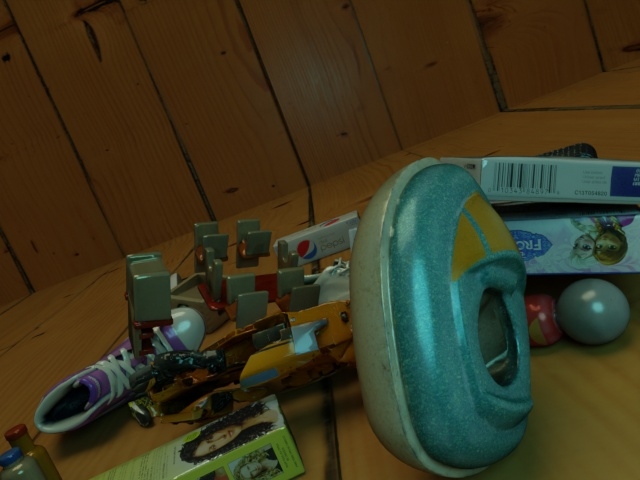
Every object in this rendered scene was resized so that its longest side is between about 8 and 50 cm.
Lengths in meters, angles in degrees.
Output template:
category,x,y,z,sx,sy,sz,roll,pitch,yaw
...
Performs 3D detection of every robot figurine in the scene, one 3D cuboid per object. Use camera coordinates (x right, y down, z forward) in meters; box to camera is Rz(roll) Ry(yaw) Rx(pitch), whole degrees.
category,x,y,z,sx,sy,sz,roll,pitch,yaw
robot figurine,-0.076,0.152,0.691,0.290,0.085,0.211,-21,-21,8

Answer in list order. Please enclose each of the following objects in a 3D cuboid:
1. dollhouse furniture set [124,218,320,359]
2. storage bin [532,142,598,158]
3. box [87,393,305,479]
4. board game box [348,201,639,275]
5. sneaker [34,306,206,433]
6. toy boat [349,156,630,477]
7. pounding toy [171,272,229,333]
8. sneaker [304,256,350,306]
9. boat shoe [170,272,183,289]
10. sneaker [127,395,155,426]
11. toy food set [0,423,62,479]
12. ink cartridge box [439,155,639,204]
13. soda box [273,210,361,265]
category,x,y,z,sx,sy,sz,roll,pitch,yaw
dollhouse furniture set,-0.156,0.082,0.871,0.258,0.135,0.262,-6,25,-24
storage bin,0.361,-0.071,0.930,0.180,0.122,0.084,-15,13,27
box,-0.137,0.241,0.578,0.232,0.058,0.087,-24,12,-9
board game box,0.242,-0.016,0.769,0.318,0.066,0.318,-2,9,25
sneaker,-0.292,0.200,0.870,0.282,0.102,0.161,-37,0,-16
toy boat,0.160,0.060,0.519,0.148,0.268,0.318,-18,-20,40
pounding toy,-0.251,0.142,1.168,0.130,0.100,0.141,4,26,31
sneaker,0.045,0.074,0.910,0.257,0.091,0.094,-16,13,26
boat shoe,-0.366,0.143,1.381,0.076,0.080,0.228,-21,19,-5
sneaker,-0.256,0.243,0.836,0.035,0.031,0.083,-27,13,-28
toy food set,-0.362,0.299,0.594,0.111,0.105,0.232,-13,14,33
ink cartridge box,0.256,-0.073,0.659,0.223,0.046,0.224,1,8,-3
soda box,0.000,0.000,1.374,0.216,0.069,0.074,-19,12,7
